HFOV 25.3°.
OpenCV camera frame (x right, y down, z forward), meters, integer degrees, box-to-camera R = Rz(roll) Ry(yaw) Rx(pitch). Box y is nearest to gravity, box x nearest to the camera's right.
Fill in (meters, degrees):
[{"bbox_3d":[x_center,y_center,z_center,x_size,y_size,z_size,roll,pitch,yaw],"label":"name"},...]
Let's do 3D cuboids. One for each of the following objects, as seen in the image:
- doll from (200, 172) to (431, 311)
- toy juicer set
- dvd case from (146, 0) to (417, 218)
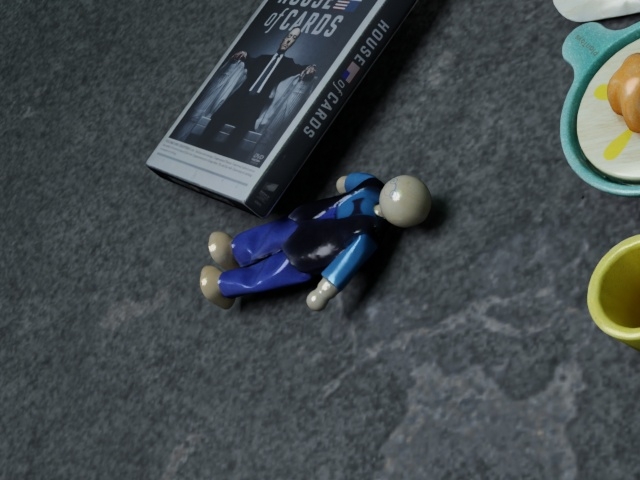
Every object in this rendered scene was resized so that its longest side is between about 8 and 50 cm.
[{"bbox_3d":[0.000,0.000,1.048,0.189,0.046,0.129,-21,39,28],"label":"doll"},{"bbox_3d":[0.245,-0.098,0.879,0.209,0.089,0.329,-24,49,26],"label":"toy juicer set"},{"bbox_3d":[-0.027,-0.135,1.147,0.239,0.029,0.179,-56,32,-8],"label":"dvd case"}]
